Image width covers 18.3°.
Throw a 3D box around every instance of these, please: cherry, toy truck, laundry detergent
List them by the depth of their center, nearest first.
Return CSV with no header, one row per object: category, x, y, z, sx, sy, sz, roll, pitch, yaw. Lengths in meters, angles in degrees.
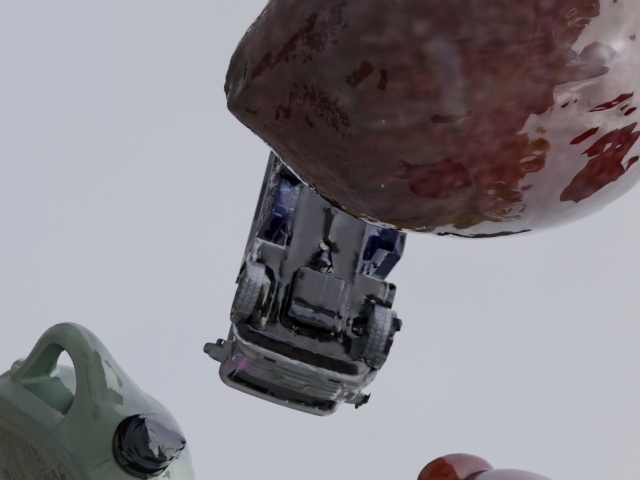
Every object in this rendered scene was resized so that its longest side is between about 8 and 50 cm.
cherry,0.089,-0.110,1.042,0.203,0.300,0.230,54,-24,30
toy truck,0.000,0.000,1.474,0.155,0.124,0.268,123,-16,-59
laundry detergent,-0.198,0.177,1.747,0.215,0.105,0.280,65,-29,4

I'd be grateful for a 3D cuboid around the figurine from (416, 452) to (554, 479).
figurine,0.158,0.272,1.605,0.173,0.173,0.173,38,-46,55
